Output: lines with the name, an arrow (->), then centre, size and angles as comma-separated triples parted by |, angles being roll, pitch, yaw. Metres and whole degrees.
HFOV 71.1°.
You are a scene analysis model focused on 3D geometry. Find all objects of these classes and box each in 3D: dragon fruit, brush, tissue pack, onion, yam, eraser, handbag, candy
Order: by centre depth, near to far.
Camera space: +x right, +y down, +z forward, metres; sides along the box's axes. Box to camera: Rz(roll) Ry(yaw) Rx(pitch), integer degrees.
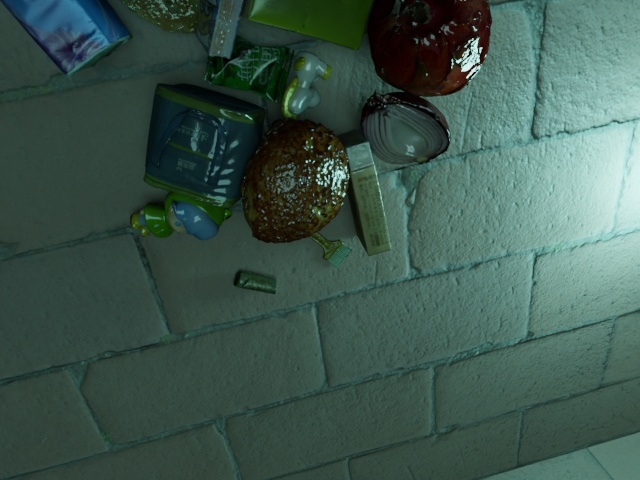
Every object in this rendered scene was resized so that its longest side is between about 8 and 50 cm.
tissue pack -> -0.543, -0.499, 0.920 | 0.146, 0.198, 0.263 | -33, 118, 6
tissue pack -> -0.221, -0.494, 0.973 | 0.065, 0.115, 0.155 | -6, 137, -33
tissue pack -> -0.031, -0.565, 0.991 | 0.275, 0.167, 0.200 | 2, 119, -27
dragon fruit -> 0.253, -0.480, 1.042 | 0.296, 0.302, 0.295 | 1, 94, 14
handbag -> -0.284, -0.236, 1.092 | 0.263, 0.222, 0.240 | 15, 111, -3
candy -> -0.175, -0.431, 1.104 | 0.203, 0.078, 0.141 | 12, 100, -15
onion -> 0.215, -0.323, 1.183 | 0.227, 0.120, 0.284 | -8, 149, 34
eraser -> 0.124, -0.133, 1.288 | 0.078, 0.144, 0.343 | -17, 118, -2
yam -> -0.202, 0.133, 1.401 | 0.133, 0.054, 0.054 | 15, 112, -19
brush -> 0.000, 0.000, 1.403 | 0.218, 0.010, 0.082 | 38, 104, -25

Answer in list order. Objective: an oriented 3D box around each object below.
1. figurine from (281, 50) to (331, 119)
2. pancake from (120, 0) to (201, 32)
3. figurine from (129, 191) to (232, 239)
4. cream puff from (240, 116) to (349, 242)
figurine -> -0.049, -0.385, 1.135 | 0.109, 0.130, 0.178 | 30, 121, 17
pancake -> -0.302, -0.633, 0.983 | 0.357, 0.065, 0.355 | -5, 112, -13
figurine -> -0.379, -0.070, 1.211 | 0.264, 0.143, 0.162 | -10, 147, 12
cream puff -> -0.048, -0.139, 1.150 | 0.229, 0.350, 0.350 | 26, 112, 11
